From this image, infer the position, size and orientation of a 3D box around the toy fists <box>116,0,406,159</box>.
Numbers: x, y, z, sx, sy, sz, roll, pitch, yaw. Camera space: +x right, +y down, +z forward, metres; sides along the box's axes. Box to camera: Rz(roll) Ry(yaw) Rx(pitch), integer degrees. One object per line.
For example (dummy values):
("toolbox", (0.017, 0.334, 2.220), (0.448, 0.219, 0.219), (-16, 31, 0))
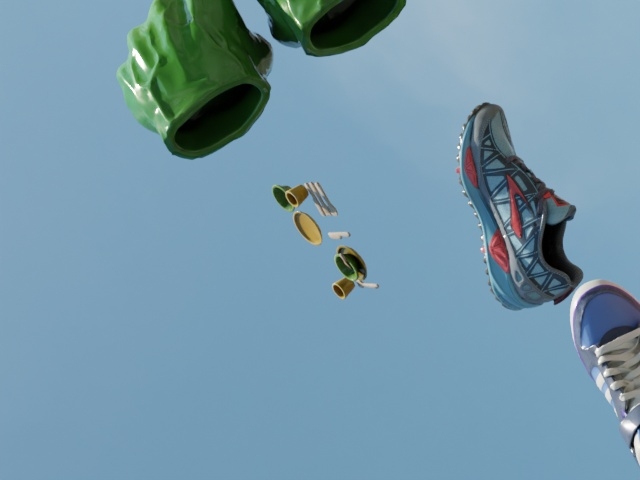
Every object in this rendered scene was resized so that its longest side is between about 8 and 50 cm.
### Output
("toy fists", (-0.055, -0.194, 1.365), (0.142, 0.279, 0.096), (59, -170, 32))

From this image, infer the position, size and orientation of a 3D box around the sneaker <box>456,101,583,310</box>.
("sneaker", (0.256, -0.049, 1.875), (0.104, 0.125, 0.262), (-28, -76, -52))

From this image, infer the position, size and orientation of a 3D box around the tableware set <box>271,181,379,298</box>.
("tableware set", (0.000, 0.000, 1.749), (0.024, 0.104, 0.154), (-39, -71, -25))

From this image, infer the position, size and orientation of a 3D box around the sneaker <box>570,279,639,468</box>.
("sneaker", (0.481, 0.221, 2.253), (0.236, 0.130, 0.323), (-102, -12, -82))
